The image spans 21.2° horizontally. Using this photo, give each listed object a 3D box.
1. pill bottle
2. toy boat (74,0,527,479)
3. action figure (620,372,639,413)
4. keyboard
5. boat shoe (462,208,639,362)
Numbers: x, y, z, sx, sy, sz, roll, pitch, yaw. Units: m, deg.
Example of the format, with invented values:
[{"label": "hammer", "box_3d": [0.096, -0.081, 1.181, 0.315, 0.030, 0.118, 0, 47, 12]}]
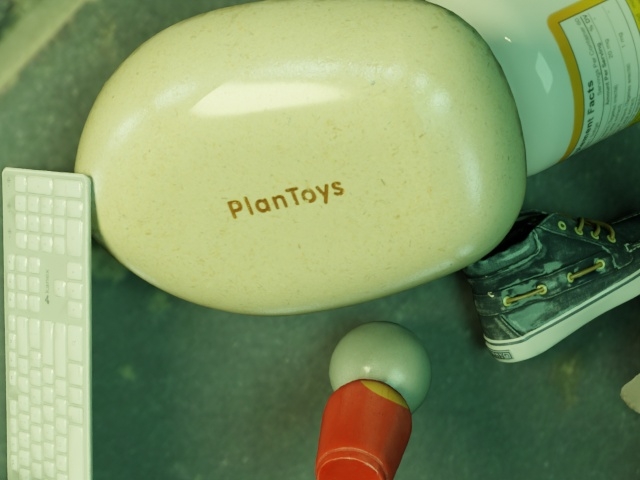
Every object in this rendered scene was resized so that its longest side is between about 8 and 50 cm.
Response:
[{"label": "pill bottle", "box_3d": [0.146, -0.122, 1.107, 0.245, 0.136, 0.136, -26, 109, -26]}, {"label": "toy boat", "box_3d": [0.000, 0.000, 1.015, 0.148, 0.267, 0.318, -69, 149, -56]}, {"label": "action figure", "box_3d": [0.345, 0.102, 1.145, 0.330, 0.178, 0.341, 25, 50, -35]}, {"label": "keyboard", "box_3d": [-0.157, 0.087, 0.988, 0.014, 0.072, 0.256, -7, 100, -44]}, {"label": "boat shoe", "box_3d": [0.180, 0.005, 1.185, 0.183, 0.065, 0.083, -32, 113, -23]}]
